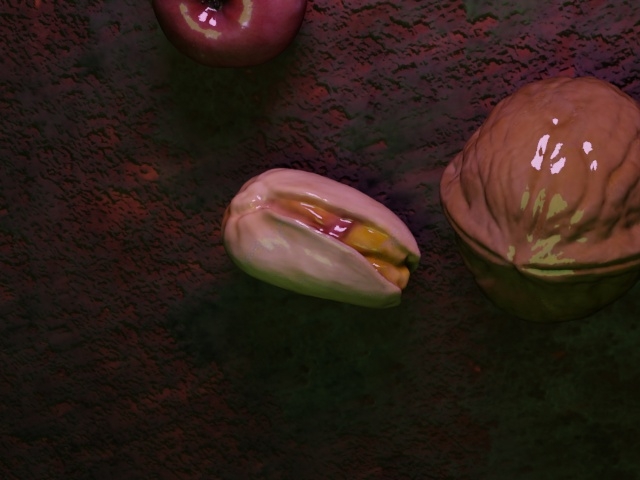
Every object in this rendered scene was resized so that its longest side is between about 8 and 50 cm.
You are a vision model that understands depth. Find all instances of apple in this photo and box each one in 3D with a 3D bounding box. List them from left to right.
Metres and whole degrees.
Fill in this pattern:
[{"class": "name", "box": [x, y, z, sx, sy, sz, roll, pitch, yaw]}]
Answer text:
[{"class": "apple", "box": [-0.087, -0.233, 1.420, 0.153, 0.120, 0.153, 7, 115, 16]}]

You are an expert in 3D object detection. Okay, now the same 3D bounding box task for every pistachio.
[{"class": "pistachio", "box": [0.000, 0.000, 1.504, 0.200, 0.117, 0.145, 17, 156, 4]}]

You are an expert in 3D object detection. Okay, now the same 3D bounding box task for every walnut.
[{"class": "walnut", "box": [0.212, -0.034, 1.347, 0.228, 0.228, 0.228, 8, 115, 16]}]
